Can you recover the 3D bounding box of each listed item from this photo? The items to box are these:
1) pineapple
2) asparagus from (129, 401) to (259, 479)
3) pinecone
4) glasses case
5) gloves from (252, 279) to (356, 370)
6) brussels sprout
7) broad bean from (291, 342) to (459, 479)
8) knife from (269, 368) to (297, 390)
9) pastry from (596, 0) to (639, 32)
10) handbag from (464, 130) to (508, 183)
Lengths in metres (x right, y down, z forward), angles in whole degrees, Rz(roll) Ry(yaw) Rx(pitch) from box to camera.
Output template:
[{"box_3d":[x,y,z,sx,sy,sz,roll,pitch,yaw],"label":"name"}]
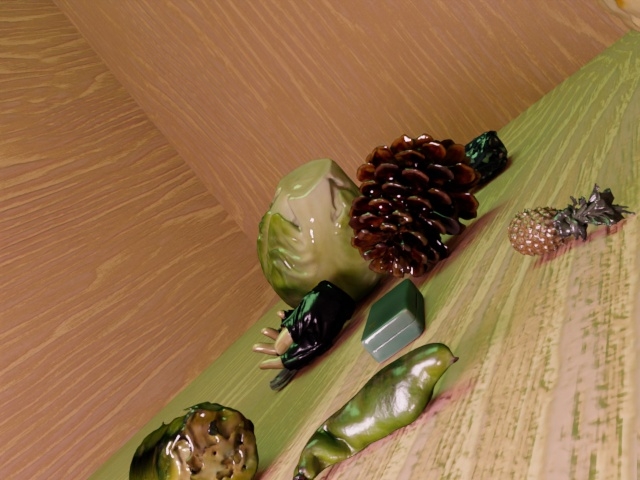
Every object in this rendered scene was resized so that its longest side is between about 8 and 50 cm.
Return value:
[{"box_3d":[0.253,-0.018,0.601,0.058,0.058,0.124,-40,6,-25],"label":"pineapple"},{"box_3d":[-0.195,0.307,0.803,0.108,0.128,0.382,1,-22,-27],"label":"asparagus"},{"box_3d":[0.167,-0.052,1.072,0.246,0.246,0.292,-39,21,49],"label":"pinecone"},{"box_3d":[0.104,0.107,0.814,0.078,0.039,0.184,-39,1,13],"label":"glasses case"},{"box_3d":[-0.035,0.167,1.090,0.203,0.124,0.164,-52,-10,2],"label":"gloves"},{"box_3d":[0.006,-0.001,1.285,0.281,0.354,0.289,-27,36,-16],"label":"brussels sprout"},{"box_3d":[0.044,0.157,0.522,0.195,0.046,0.061,-44,12,8],"label":"broad bean"},{"box_3d":[-0.040,0.232,1.123,0.044,0.023,0.162,-29,7,40],"label":"knife"},{"box_3d":[0.456,-0.352,0.565,0.388,0.312,0.388,-47,8,9],"label":"pastry"},{"box_3d":[0.425,-0.216,1.578,0.162,0.113,0.260,-32,2,19],"label":"handbag"}]
